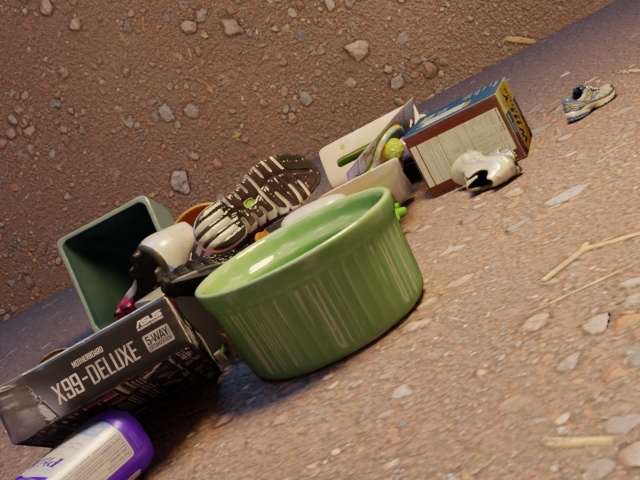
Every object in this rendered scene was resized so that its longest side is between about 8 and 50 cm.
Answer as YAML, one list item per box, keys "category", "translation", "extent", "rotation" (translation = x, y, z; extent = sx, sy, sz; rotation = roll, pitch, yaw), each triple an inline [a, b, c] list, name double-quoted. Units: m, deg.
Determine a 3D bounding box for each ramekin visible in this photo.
- category: "ramekin"
  translation: [-0.007, 0.062, 1.235]
  extent: [0.304, 0.148, 0.303]
  rotation: [-28, 10, 5]

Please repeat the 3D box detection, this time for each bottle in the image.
- category: "bottle"
  translation: [-0.320, 0.307, 1.020]
  extent: [0.118, 0.092, 0.283]
  rotation: [-26, 10, 44]

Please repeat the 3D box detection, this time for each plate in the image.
- category: "plate"
  translation: [0.050, -0.053, 1.739]
  extent: [0.278, 0.045, 0.277]
  rotation: [-27, -11, 7]

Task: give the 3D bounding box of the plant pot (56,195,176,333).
- category: "plant pot"
  translation: [-0.421, 0.062, 2.123]
  extent: [0.248, 0.247, 0.252]
  rotation: [-27, -8, 11]

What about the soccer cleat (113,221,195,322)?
- category: "soccer cleat"
  translation: [-0.303, 0.094, 1.714]
  extent: [0.143, 0.116, 0.331]
  rotation: [-41, -14, -39]

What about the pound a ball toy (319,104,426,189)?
- category: "pound a ball toy"
  translation: [0.188, -0.221, 2.251]
  extent: [0.319, 0.135, 0.208]
  rotation: [-25, -15, 18]

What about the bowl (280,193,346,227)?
- category: "bowl"
  translation: [0.000, 0.000, 1.514]
  extent: [0.142, 0.142, 0.053]
  rotation: [-24, -10, 25]

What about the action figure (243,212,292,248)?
- category: "action figure"
  translation: [-0.177, -0.030, 2.172]
  extent: [0.276, 0.140, 0.164]
  rotation: [-28, -1, 13]

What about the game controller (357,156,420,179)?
- category: "game controller"
  translation: [0.227, -0.193, 2.016]
  extent: [0.319, 0.067, 0.166]
  rotation: [-25, -15, 22]

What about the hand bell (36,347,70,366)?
- category: "hand bell"
  translation: [-0.423, 0.248, 1.647]
  extent: [0.126, 0.126, 0.242]
  rotation: [-28, -3, 5]

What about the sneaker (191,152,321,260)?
- category: "sneaker"
  translation: [-0.131, -0.046, 1.597]
  extent: [0.281, 0.106, 0.162]
  rotation: [-34, -10, -33]

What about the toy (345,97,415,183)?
- category: "toy"
  translation: [0.142, -0.167, 1.842]
  extent: [0.237, 0.056, 0.136]
  rotation: [-46, -28, -22]

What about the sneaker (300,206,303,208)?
- category: "sneaker"
  translation: [-0.017, -0.053, 1.943]
  extent: [0.212, 0.080, 0.094]
  rotation: [-18, -14, 42]

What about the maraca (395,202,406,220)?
- category: "maraca"
  translation: [0.065, -0.021, 1.592]
  extent: [0.186, 0.099, 0.127]
  rotation: [-26, 21, -6]

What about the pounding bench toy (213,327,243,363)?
- category: "pounding bench toy"
  translation: [-0.134, 0.156, 1.379]
  extent: [0.083, 0.052, 0.065]
  rotation: [-32, 11, -18]

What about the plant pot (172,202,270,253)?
- category: "plant pot"
  translation: [-0.181, 0.023, 1.818]
  extent: [0.205, 0.205, 0.188]
  rotation: [-25, -5, 19]

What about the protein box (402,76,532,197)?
- category: "protein box"
  translation: [0.299, -0.210, 1.790]
  extent: [0.201, 0.136, 0.200]
  rotation: [-24, 11, 23]

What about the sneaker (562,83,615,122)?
- category: "sneaker"
  translation: [0.533, -0.288, 1.772]
  extent: [0.135, 0.058, 0.052]
  rotation: [-33, 11, -25]

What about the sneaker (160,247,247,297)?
- category: "sneaker"
  translation: [-0.105, 0.073, 1.412]
  extent: [0.283, 0.124, 0.107]
  rotation: [-13, 8, -16]

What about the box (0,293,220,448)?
- category: "box"
  translation: [-0.274, 0.191, 1.212]
  extent: [0.243, 0.076, 0.307]
  rotation: [-30, -13, -6]

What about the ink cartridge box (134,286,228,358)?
- category: "ink cartridge box"
  translation: [-0.210, 0.124, 1.521]
  extent: [0.127, 0.128, 0.176]
  rotation: [-34, 12, -31]

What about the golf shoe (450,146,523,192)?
- category: "golf shoe"
  translation: [0.280, -0.121, 1.618]
  extent: [0.086, 0.069, 0.176]
  rotation: [-40, 13, -25]
